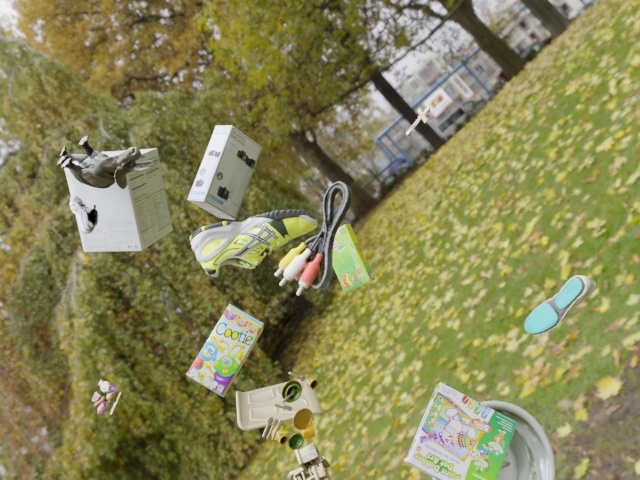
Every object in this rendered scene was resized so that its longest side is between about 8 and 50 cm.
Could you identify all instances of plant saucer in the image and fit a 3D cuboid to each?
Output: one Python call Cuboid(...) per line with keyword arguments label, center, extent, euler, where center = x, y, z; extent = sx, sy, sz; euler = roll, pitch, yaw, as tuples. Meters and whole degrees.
Cuboid(label="plant saucer", center=(0.507, 0.685, 1.887), extent=(0.400, 0.400, 0.100), euler=(-40, 3, -16))

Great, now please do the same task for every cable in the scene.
Cuboid(label="cable", center=(0.000, 0.000, 1.484), extent=(0.072, 0.139, 0.287), euler=(16, -74, -50))

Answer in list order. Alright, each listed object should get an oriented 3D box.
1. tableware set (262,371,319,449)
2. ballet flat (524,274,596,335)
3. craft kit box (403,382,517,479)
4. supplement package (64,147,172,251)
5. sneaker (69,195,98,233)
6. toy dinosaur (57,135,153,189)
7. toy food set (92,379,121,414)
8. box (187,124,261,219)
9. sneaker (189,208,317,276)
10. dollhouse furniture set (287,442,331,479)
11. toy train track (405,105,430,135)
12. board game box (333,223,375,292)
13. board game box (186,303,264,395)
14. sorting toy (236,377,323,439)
Cuboid(label="tableware set", center=(-0.050, 0.355, 1.296), extent=(0.024, 0.104, 0.154), euler=(14, 79, 58))
Cuboid(label="ballet flat", center=(0.467, 0.131, 1.208), extent=(0.052, 0.057, 0.168), euler=(7, -44, -32))
Cuboid(label="craft kit box", center=(0.399, 0.572, 1.776), extent=(0.247, 0.249, 0.061), euler=(-62, -5, -19))
Cuboid(label="supplement package", center=(-0.592, -0.122, 1.858), extent=(0.199, 0.263, 0.198), euler=(-1, 19, 16))
Cuboid(label="sneaker", center=(-0.543, -0.072, 1.452), extent=(0.069, 0.098, 0.038), euler=(-32, -7, 38))
Cuboid(label="toy dinosaur", center=(-0.591, -0.182, 1.628), extent=(0.313, 0.160, 0.121), euler=(-8, 51, 45))
Cuboid(label="toy food set", center=(-0.542, 0.392, 1.559), extent=(0.122, 0.019, 0.078), euler=(2, 65, 47))
Cuboid(label="box", center=(-0.331, -0.237, 2.181), extent=(0.087, 0.169, 0.290), euler=(7, 72, 40))
Cuboid(label="sneaker", center=(-0.188, 0.006, 1.865), extent=(0.384, 0.147, 0.145), euler=(-15, -11, -15))
Cuboid(label="dollhouse furniture set", center=(-0.013, 0.575, 1.388), extent=(0.101, 0.182, 0.161), euler=(-25, -39, -2))
Cuboid(label="toy train track", center=(0.228, -0.274, 1.443), extent=(0.014, 0.048, 0.083), euler=(14, -49, -34))
Cuboid(label="board game box", center=(0.080, 0.053, 1.841), extent=(0.092, 0.181, 0.043), euler=(-27, -8, 24))
Cuboid(label="board game box", center=(-0.325, 0.382, 2.161), extent=(0.275, 0.144, 0.142), euler=(-60, -3, -18))
Cuboid(label="sorting toy", center=(-0.111, 0.472, 1.705), extent=(0.229, 0.041, 0.307), euler=(-8, 14, -7))
